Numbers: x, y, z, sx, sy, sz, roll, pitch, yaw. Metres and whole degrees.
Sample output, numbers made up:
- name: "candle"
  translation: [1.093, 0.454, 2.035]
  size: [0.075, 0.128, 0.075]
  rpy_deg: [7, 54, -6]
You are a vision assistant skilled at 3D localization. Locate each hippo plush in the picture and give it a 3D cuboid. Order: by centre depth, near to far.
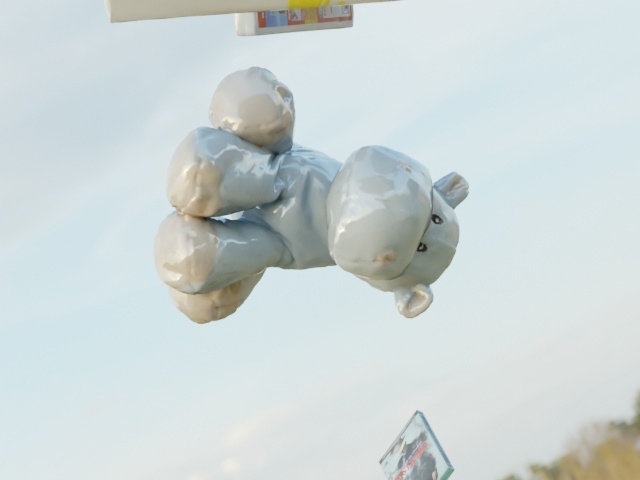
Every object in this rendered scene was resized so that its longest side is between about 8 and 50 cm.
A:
- name: "hippo plush"
  translation: [0.000, 0.000, 1.620]
  size: [0.234, 0.236, 0.294]
  rpy_deg: [-64, -22, -11]

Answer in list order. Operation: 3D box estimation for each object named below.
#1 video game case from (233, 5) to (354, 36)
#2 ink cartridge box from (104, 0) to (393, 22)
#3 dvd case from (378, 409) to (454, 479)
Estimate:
- name: "video game case"
  translation: [-0.028, -0.314, 1.748]
  size: [0.025, 0.204, 0.285]
  rpy_deg: [0, 8, 20]
- name: "ink cartridge box"
  translation: [0.011, -0.328, 1.290]
  size: [0.384, 0.160, 0.279]
  rpy_deg: [-5, -53, -3]
- name: "dvd case"
  translation: [0.114, 0.270, 2.058]
  size: [0.013, 0.119, 0.087]
  rpy_deg: [26, -71, -27]
